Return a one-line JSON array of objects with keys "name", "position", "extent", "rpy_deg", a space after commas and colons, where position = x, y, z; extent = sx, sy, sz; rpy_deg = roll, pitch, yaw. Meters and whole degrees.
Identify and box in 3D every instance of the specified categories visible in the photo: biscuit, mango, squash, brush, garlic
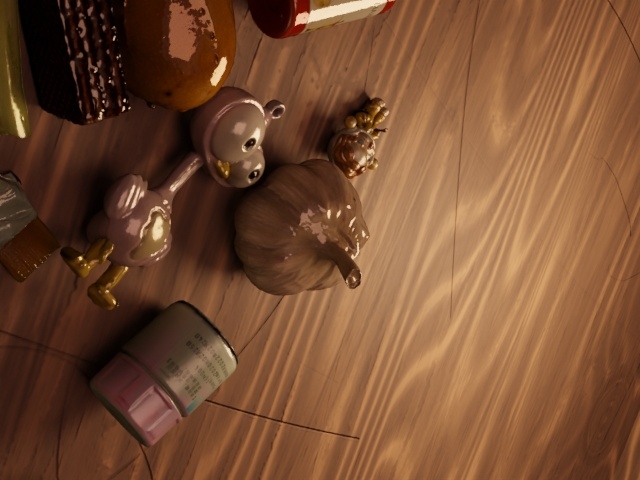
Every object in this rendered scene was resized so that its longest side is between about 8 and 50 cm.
[{"name": "biscuit", "position": [-0.281, -0.257, 1.007], "extent": [0.070, 0.106, 0.252], "rpy_deg": [-25, 124, -36]}, {"name": "mango", "position": [-0.178, -0.272, 1.079], "extent": [0.166, 0.136, 0.236], "rpy_deg": [-5, 108, -42]}, {"name": "squash", "position": [-0.356, -0.223, 0.970], "extent": [0.083, 0.083, 0.250], "rpy_deg": [-19, 122, -37]}, {"name": "brush", "position": [-0.406, -0.087, 1.023], "extent": [0.085, 0.020, 0.336], "rpy_deg": [-45, 132, -21]}, {"name": "garlic", "position": [0.000, 0.000, 1.315], "extent": [0.219, 0.212, 0.218], "rpy_deg": [-21, 126, -32]}]

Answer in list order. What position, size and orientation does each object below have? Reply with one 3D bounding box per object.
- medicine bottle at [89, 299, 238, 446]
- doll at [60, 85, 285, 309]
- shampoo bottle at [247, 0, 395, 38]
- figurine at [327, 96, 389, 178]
[{"name": "medicine bottle", "position": [-0.214, 0.181, 1.243], "extent": [0.168, 0.135, 0.135], "rpy_deg": [-42, 132, -23]}, {"name": "doll", "position": [-0.181, -0.074, 1.187], "extent": [0.365, 0.094, 0.160], "rpy_deg": [-42, 146, -19]}, {"name": "shampoo bottle", "position": [0.036, -0.358, 1.267], "extent": [0.278, 0.104, 0.104], "rpy_deg": [-24, 123, -35]}, {"name": "figurine", "position": [0.058, -0.163, 1.408], "extent": [0.101, 0.068, 0.143], "rpy_deg": [27, 76, -50]}]
